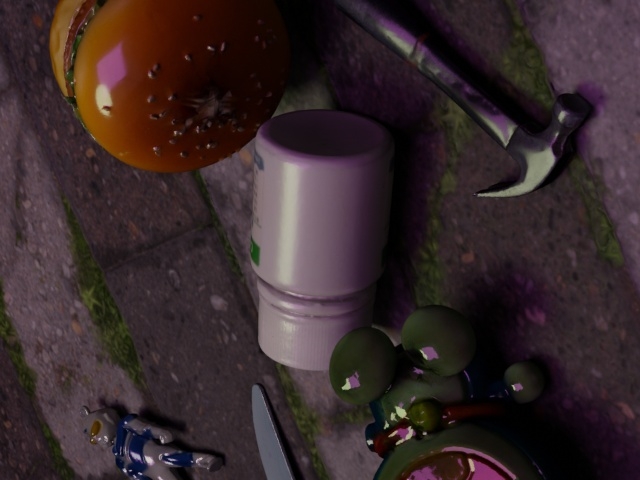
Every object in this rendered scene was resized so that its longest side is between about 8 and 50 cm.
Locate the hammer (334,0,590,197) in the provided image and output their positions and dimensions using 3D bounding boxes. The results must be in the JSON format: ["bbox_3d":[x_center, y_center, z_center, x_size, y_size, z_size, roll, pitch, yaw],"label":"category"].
[{"bbox_3d":[0.114,-0.150,1.618,0.290,0.037,0.137,43,131,24],"label":"hammer"}]

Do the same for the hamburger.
[{"bbox_3d":[-0.134,-0.177,1.703,0.170,0.246,0.246,52,140,48],"label":"hamburger"}]

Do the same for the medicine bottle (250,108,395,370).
[{"bbox_3d":[0.000,0.000,1.729,0.139,0.139,0.237,25,125,37],"label":"medicine bottle"}]

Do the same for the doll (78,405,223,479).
[{"bbox_3d":[-0.213,0.261,2.122,0.227,0.057,0.114,27,129,33],"label":"doll"}]

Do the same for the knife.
[{"bbox_3d":[-0.032,0.287,1.972,0.063,0.034,0.260,-35,75,57],"label":"knife"}]

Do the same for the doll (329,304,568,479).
[{"bbox_3d":[0.134,0.226,1.661,0.198,0.186,0.322,-15,77,18],"label":"doll"}]
